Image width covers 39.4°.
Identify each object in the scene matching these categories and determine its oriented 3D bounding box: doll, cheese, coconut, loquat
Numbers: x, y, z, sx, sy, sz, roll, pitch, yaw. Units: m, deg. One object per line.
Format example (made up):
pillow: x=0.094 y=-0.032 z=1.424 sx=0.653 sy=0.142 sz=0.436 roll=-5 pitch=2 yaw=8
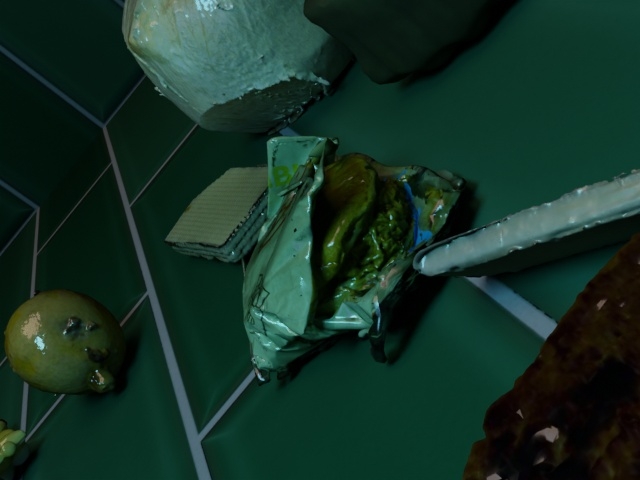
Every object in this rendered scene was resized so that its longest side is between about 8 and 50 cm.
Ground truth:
doll: x=-0.528 y=0.337 z=1.420 sx=0.117 sy=0.086 sz=0.291 roll=-54 pitch=20 yaw=-24
cheese: x=0.229 y=-0.028 z=0.584 sx=0.400 sy=0.085 sz=0.034 roll=-21 pitch=66 yaw=47
coconut: x=-0.138 y=-0.351 z=1.364 sx=0.346 sy=0.360 sz=0.346 roll=-39 pitch=25 yaw=22
loquat: x=-0.358 y=0.153 z=1.280 sx=0.204 sy=0.172 sz=0.149 roll=30 pitch=80 yaw=35

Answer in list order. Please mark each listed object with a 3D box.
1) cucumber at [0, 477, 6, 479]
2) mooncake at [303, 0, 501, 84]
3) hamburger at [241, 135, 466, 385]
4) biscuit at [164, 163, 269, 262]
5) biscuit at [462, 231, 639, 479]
cucumber: x=-0.377 y=0.353 z=1.100 sx=0.062 sy=0.115 sz=0.116 roll=-31 pitch=39 yaw=38
mooncake: x=0.126 y=-0.369 z=1.130 sx=0.351 sy=0.187 sz=0.351 roll=-45 pitch=22 yaw=23
hamburger: x=0.001 y=-0.007 z=0.875 sx=0.276 sy=0.150 sz=0.260 roll=-23 pitch=38 yaw=47
biscuit: x=-0.132 y=-0.037 z=1.284 sx=0.150 sy=0.052 sz=0.252 roll=-55 pitch=25 yaw=-16
biscuit: x=0.202 y=0.105 z=0.435 sx=0.334 sy=0.081 sz=0.289 roll=-48 pitch=22 yaw=-2
